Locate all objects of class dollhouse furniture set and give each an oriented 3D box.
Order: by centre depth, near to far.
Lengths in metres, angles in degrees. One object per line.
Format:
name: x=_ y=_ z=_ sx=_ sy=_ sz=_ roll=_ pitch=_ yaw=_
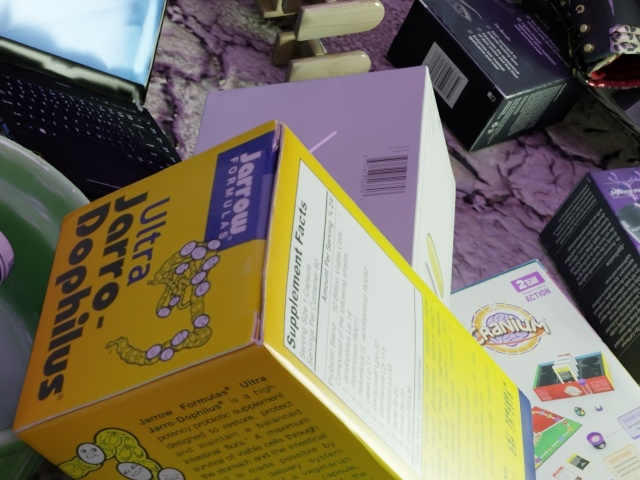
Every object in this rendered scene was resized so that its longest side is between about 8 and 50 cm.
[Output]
dollhouse furniture set: x=0.021 y=-0.314 z=1.538 sx=0.161 sy=0.242 sz=0.212 roll=-11 pitch=56 yaw=-20

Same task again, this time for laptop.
laptop: x=-0.181 y=-0.160 z=1.315 sx=0.234 sy=0.136 sz=0.264 roll=14 pitch=34 yaw=-52

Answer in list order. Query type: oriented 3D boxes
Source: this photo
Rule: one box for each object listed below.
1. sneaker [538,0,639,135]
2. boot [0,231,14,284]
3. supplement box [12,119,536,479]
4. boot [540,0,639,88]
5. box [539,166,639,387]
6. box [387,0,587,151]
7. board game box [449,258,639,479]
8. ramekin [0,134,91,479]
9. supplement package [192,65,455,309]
sneaker: x=0.343 y=-0.207 z=1.720 sx=0.146 sy=0.122 sz=0.330 roll=46 pitch=15 yaw=-50
boot: x=-0.304 y=-0.013 z=1.013 sx=0.190 sy=0.069 sz=0.086 roll=33 pitch=41 yaw=0
supplement box: x=-0.013 y=0.123 z=1.057 sx=0.356 sy=0.195 sz=0.194 roll=47 pitch=32 yaw=-36
boot: x=0.255 y=-0.255 z=1.596 sx=0.236 sy=0.085 sz=0.178 roll=4 pitch=57 yaw=-14
box: x=0.343 y=0.035 z=1.499 sx=0.153 sy=0.108 sz=0.207 roll=-7 pitch=55 yaw=-33
box: x=0.187 y=-0.194 z=1.631 sx=0.158 sy=0.093 sz=0.156 roll=-19 pitch=62 yaw=-37
board game box: x=0.193 y=0.180 z=1.321 sx=0.242 sy=0.064 sz=0.316 roll=-17 pitch=61 yaw=-37
ramekin: x=-0.305 y=0.063 z=1.104 sx=0.303 sy=0.148 sz=0.303 roll=15 pitch=46 yaw=-16
supplement package: x=0.000 y=0.000 z=1.264 sx=0.204 sy=0.145 sz=0.262 roll=-5 pitch=46 yaw=13
